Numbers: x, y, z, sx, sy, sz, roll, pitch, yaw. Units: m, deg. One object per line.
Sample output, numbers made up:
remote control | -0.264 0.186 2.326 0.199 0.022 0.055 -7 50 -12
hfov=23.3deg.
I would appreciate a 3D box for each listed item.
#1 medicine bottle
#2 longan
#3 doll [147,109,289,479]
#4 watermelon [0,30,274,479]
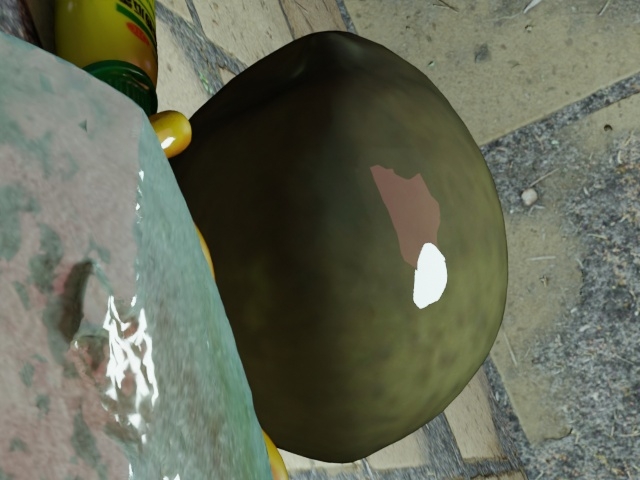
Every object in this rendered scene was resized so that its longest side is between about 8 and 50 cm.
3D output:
medicine bottle | -0.161 -0.120 1.165 0.309 0.076 0.111 -99 163 -46
longan | 0.000 0.000 1.137 0.288 0.288 0.350 58 17 -33
doll | -0.112 0.082 0.807 0.166 0.162 0.269 -133 -152 -82
watermelon | -0.139 0.111 0.520 0.258 0.228 0.387 -78 150 -65
